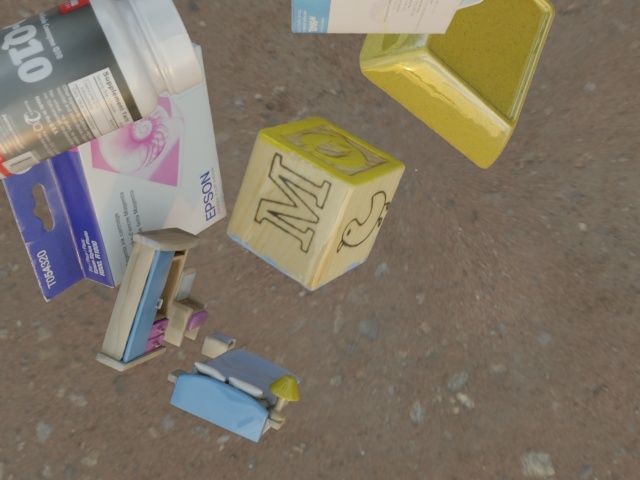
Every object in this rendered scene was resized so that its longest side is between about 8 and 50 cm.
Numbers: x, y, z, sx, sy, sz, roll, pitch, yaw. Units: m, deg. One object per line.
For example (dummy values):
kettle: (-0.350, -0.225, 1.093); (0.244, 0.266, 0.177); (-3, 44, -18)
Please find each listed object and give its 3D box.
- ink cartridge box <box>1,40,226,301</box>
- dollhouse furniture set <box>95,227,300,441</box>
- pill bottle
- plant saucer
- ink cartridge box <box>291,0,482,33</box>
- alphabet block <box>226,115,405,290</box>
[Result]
ink cartridge box: (-0.295, -0.095, 1.291); (0.071, 0.330, 0.324); (29, 141, 32)
dollhouse furniture set: (-0.127, 0.127, 1.307); (0.303, 0.286, 0.198); (22, 100, 13)
pill bottle: (-0.299, -0.202, 1.049); (0.283, 0.161, 0.161); (-25, 92, -8)
plant saucer: (0.247, -0.332, 1.375); (0.333, 0.081, 0.333); (31, 74, -35)
ink cartridge box: (0.050, -0.213, 0.654); (0.143, 0.090, 0.092); (1, 83, -3)
alphabet block: (-0.009, -0.068, 1.421); (0.193, 0.192, 0.197); (31, 119, 19)
